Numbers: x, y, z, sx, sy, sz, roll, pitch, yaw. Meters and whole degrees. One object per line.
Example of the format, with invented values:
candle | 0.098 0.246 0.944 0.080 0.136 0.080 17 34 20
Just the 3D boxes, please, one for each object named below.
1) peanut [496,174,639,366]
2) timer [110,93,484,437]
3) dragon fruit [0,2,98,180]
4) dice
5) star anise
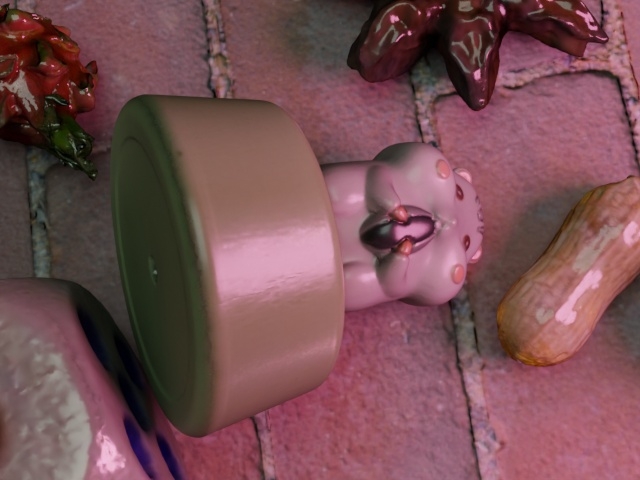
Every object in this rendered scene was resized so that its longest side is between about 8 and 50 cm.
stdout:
peanut | 0.238 0.027 1.036 0.087 0.087 0.206 38 82 15
timer | 0.000 0.000 1.011 0.315 0.291 0.290 -10 72 -19
dragon fruit | -0.278 -0.138 1.124 0.236 0.137 0.135 42 99 17
dice | -0.274 0.183 0.978 0.259 0.251 0.243 -24 71 0
star anise | 0.133 -0.277 1.121 0.315 0.108 0.315 -1 83 5
